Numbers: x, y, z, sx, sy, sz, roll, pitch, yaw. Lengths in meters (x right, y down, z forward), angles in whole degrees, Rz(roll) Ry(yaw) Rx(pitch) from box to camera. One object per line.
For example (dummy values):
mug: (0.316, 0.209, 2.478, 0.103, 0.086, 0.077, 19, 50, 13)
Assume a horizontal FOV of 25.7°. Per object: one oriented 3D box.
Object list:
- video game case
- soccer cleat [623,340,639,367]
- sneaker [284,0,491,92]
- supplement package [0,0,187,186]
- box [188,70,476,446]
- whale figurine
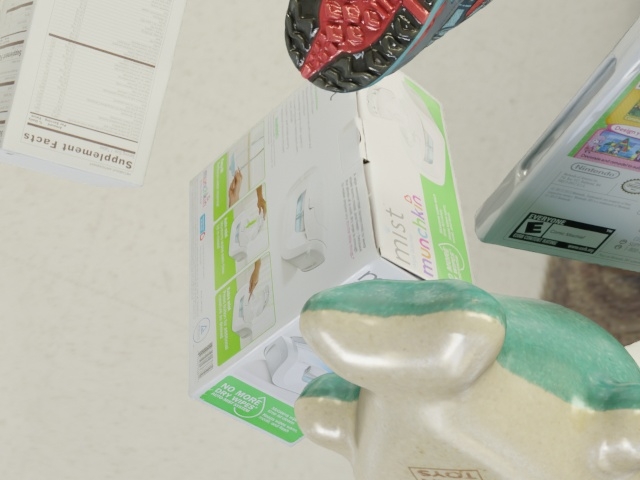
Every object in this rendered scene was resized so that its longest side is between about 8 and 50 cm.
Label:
video game case: (0.218, -0.042, 0.736, 0.212, 0.193, 0.023, 10, 52, -21)
soccer cleat: (0.210, 0.138, 1.014, 0.331, 0.143, 0.116, -26, 62, -15)
sneaker: (0.089, -0.202, 0.892, 0.104, 0.262, 0.125, 54, 21, 2)
supplement package: (-0.216, -0.181, 1.278, 0.139, 0.134, 0.244, 15, 85, -26)
box: (0.000, 0.000, 1.214, 0.126, 0.231, 0.262, 32, 35, -32)
whale figurine: (0.088, 0.075, 0.773, 0.272, 0.216, 0.141, 51, 45, -50)
